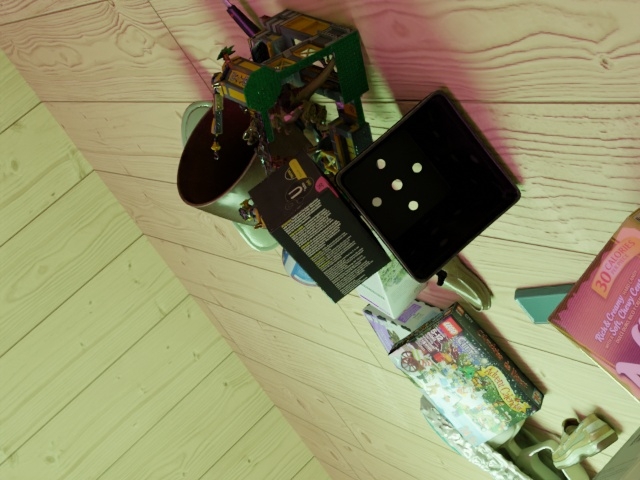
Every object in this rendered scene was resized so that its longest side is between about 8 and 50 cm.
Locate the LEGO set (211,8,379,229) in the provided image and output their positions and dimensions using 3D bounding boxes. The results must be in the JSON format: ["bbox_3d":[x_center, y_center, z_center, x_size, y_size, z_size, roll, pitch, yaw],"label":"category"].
[{"bbox_3d":[-0.059,-0.178,1.597,0.192,0.255,0.331,28,150,45],"label":"LEGO set"}]

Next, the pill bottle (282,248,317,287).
[{"bbox_3d":[0.000,0.000,2.012,0.124,0.124,0.221,45,161,7],"label":"pill bottle"}]

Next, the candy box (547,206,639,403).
[{"bbox_3d":[0.435,0.124,1.239,0.316,0.087,0.183,43,130,17],"label":"candy box"}]

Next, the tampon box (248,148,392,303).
[{"bbox_3d":[-0.002,-0.019,1.485,0.161,0.101,0.120,49,-175,-35],"label":"tampon box"}]

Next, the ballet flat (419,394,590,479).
[{"bbox_3d":[0.374,0.386,2.024,0.409,0.147,0.147,40,160,11],"label":"ballet flat"}]

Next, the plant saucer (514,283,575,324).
[{"bbox_3d":[0.350,0.097,1.613,0.067,0.018,0.192,50,162,-9],"label":"plant saucer"}]

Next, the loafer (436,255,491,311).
[{"bbox_3d":[0.217,0.064,1.782,0.148,0.050,0.056,47,162,-1],"label":"loafer"}]

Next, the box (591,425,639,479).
[{"bbox_3d":[0.484,0.339,1.552,0.119,0.182,0.181,44,161,10],"label":"box"}]

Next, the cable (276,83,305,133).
[{"bbox_3d":[-0.094,-0.237,1.875,0.184,0.047,0.150,14,148,51],"label":"cable"}]

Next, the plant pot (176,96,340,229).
[{"bbox_3d":[-0.081,-0.103,1.810,0.230,0.215,0.215,31,174,-37],"label":"plant pot"}]

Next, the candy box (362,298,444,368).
[{"bbox_3d":[0.191,0.190,2.060,0.196,0.070,0.165,19,146,54],"label":"candy box"}]

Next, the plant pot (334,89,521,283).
[{"bbox_3d":[0.128,-0.077,1.518,0.187,0.188,0.167,51,174,-11],"label":"plant pot"}]

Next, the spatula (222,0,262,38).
[{"bbox_3d":[-0.150,-0.386,1.704,0.296,0.030,0.084,52,162,-15],"label":"spatula"}]

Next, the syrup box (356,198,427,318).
[{"bbox_3d":[0.100,0.018,1.877,0.096,0.093,0.237,32,157,37],"label":"syrup box"}]

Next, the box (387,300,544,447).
[{"bbox_3d":[0.253,0.237,1.914,0.233,0.044,0.159,47,124,-6],"label":"box"}]

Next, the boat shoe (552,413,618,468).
[{"bbox_3d":[0.434,0.331,1.849,0.072,0.068,0.190,56,154,13],"label":"boat shoe"}]

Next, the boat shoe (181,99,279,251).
[{"bbox_3d":[-0.172,-0.136,2.130,0.340,0.127,0.113,55,-177,-29],"label":"boat shoe"}]
